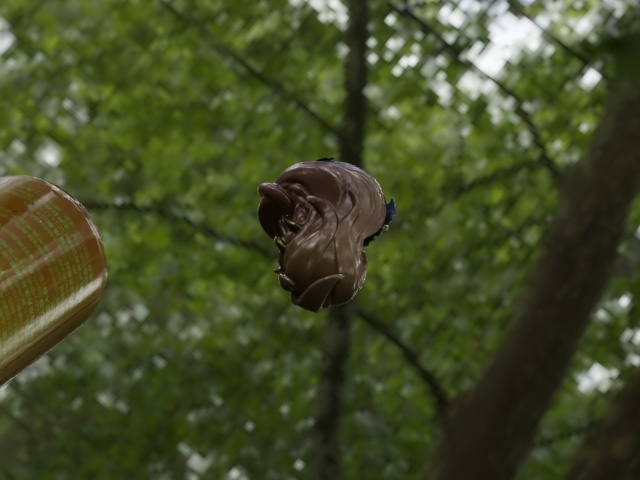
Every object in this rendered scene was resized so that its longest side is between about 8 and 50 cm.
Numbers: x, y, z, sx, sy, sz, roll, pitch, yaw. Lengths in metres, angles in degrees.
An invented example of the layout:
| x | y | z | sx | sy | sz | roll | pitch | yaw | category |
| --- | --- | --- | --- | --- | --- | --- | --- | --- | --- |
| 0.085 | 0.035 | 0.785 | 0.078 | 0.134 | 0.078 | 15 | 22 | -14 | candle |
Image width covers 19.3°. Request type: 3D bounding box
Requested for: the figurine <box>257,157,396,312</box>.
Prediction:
| x | y | z | sx | sy | sz | roll | pitch | yaw | category |
| --- | --- | --- | --- | --- | --- | --- | --- | --- | --- |
| 0.001 | -0.010 | 1.664 | 0.126 | 0.157 | 0.114 | 6 | -65 | 6 | figurine |

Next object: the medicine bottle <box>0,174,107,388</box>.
| x | y | z | sx | sy | sz | roll | pitch | yaw | category |
| --- | --- | --- | --- | --- | --- | --- | --- | --- | --- |
| -0.185 | 0.035 | 0.925 | 0.096 | 0.096 | 0.192 | 37 | 25 | 5 | medicine bottle |
